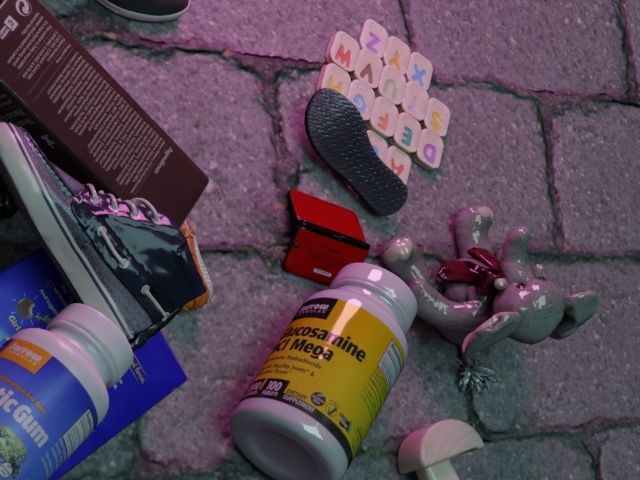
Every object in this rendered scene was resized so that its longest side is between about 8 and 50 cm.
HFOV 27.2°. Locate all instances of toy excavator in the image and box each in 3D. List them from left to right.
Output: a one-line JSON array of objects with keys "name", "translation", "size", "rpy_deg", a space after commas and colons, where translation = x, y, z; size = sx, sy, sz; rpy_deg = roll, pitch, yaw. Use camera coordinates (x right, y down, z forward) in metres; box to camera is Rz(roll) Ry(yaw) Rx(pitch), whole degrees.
[{"name": "toy excavator", "translation": [0.337, 0.532, 2.167], "size": [0.445, 0.222, 0.432], "rpy_deg": [13, 67, -26]}]

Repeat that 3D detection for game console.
[{"name": "game console", "translation": [0.000, 0.000, 2.173], "size": [0.144, 0.085, 0.124], "rpy_deg": [19, 96, -33]}]

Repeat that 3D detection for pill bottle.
[{"name": "pill bottle", "translation": [-0.351, 0.201, 1.576], "size": [0.152, 0.152, 0.272], "rpy_deg": [51, 54, -15]}, {"name": "pill bottle", "translation": [0.017, 0.197, 2.010], "size": [0.188, 0.188, 0.334], "rpy_deg": [46, 52, -18]}]

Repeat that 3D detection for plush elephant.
[{"name": "plush elephant", "translation": [0.300, 0.088, 2.226], "size": [0.272, 0.255, 0.329], "rpy_deg": [-12, 84, -41]}]

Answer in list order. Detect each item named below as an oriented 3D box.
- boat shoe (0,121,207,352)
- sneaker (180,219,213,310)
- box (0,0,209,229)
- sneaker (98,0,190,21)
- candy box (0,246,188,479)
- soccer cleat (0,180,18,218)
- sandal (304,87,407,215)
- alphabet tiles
[{"name": "boat shoe", "translation": [-0.282, -0.027, 1.695], "size": [0.158, 0.127, 0.340], "rpy_deg": [-32, 106, -14]}, {"name": "sneaker", "translation": [-0.216, 0.020, 1.962], "size": [0.067, 0.064, 0.175], "rpy_deg": [-22, 87, -31]}, {"name": "box", "translation": [-0.355, -0.147, 1.787], "size": [0.381, 0.191, 0.143], "rpy_deg": [45, 54, -28]}, {"name": "sneaker", "translation": [-0.295, -0.429, 1.984], "size": [0.296, 0.147, 0.104], "rpy_deg": [25, 60, -32]}, {"name": "candy box", "translation": [-0.372, 0.165, 1.749], "size": [0.317, 0.122, 0.268], "rpy_deg": [-35, 99, -38]}, {"name": "soccer cleat", "translation": [-0.479, -0.082, 1.773], "size": [0.179, 0.072, 0.060], "rpy_deg": [30, 59, -28]}, {"name": "sandal", "translation": [0.050, -0.145, 2.231], "size": [0.097, 0.054, 0.254], "rpy_deg": [-37, 114, -6]}, {"name": "alphabet tiles", "translation": [0.117, -0.246, 2.340], "size": [0.284, 0.021, 0.277], "rpy_deg": [32, 59, -28]}]
